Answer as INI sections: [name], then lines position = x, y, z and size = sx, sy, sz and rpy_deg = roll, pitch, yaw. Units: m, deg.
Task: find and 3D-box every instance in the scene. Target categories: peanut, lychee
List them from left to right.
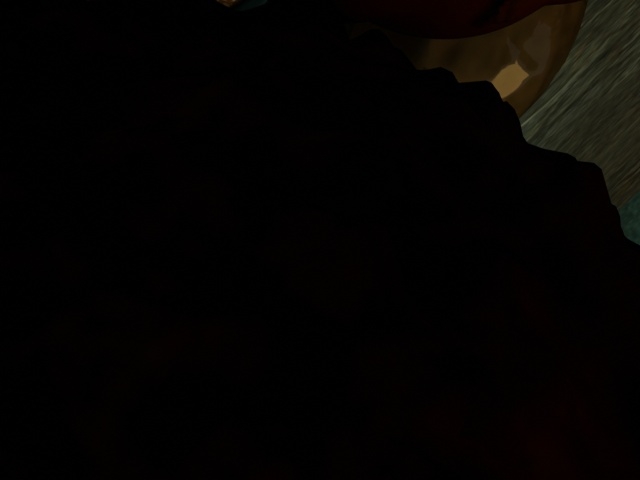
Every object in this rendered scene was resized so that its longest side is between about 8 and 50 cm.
[lychee]
position = -0.075, 0.127, 0.530
size = 0.425, 0.500, 0.424
rpy_deg = -13, 108, -44
[peanut]
position = 0.092, -0.160, 0.878
size = 0.125, 0.111, 0.274
rpy_deg = 9, 110, -38

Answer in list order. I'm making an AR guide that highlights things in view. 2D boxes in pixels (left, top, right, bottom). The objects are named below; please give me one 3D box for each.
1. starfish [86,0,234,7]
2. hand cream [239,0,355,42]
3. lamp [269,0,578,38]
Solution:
[starfish]
position = -0.082, -0.097, 0.736
size = 0.302, 0.060, 0.299
rpy_deg = -37, 179, 30
[hand cream]
position = 0.003, -0.106, 0.956
size = 0.052, 0.075, 0.248
rpy_deg = -39, 171, 38
[lamp]
position = 0.040, -0.169, 0.520
size = 0.227, 0.227, 0.227
rpy_deg = -42, 167, -12
